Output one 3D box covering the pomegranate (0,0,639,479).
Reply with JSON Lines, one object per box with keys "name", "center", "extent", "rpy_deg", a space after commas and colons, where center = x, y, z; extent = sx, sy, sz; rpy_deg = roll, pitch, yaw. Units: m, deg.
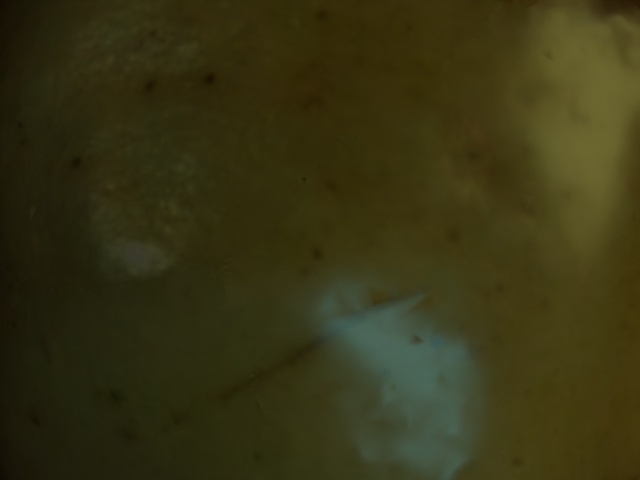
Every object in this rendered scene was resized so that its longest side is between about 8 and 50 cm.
{"name": "pomegranate", "center": [0.000, 0.000, 0.689], "extent": [0.338, 0.338, 0.338], "rpy_deg": [37, 37, -35]}
